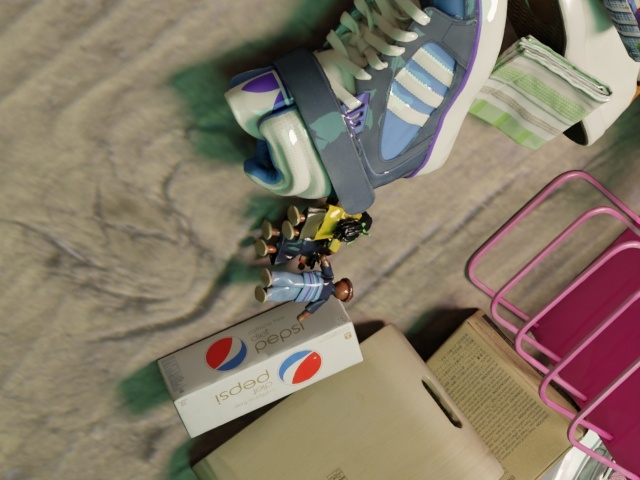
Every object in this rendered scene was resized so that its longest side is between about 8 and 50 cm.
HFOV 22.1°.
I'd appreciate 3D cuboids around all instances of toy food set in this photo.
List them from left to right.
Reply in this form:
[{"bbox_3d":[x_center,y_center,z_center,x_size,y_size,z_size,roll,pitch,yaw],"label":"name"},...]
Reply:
[{"bbox_3d":[0.027,0.270,1.915,0.306,0.220,0.092,-37,174,9],"label":"toy food set"}]

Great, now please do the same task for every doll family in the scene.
[{"bbox_3d":[0.000,0.000,1.748,0.111,0.076,0.193,1,133,-33],"label":"doll family"}]

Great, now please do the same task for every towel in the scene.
[{"bbox_3d":[0.214,-0.145,1.674,0.113,0.023,0.152,31,151,-12],"label":"towel"}]

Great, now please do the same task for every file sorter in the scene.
[{"bbox_3d":[0.322,0.094,1.840,0.202,0.291,0.182,-45,131,15],"label":"file sorter"}]

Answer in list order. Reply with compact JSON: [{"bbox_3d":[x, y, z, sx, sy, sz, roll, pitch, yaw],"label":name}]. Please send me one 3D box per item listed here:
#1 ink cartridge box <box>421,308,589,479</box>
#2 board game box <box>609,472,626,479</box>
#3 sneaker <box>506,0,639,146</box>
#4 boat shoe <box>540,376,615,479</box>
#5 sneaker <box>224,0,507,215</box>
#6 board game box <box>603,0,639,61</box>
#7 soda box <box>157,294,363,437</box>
[{"bbox_3d":[0.173,0.231,1.950,0.235,0.193,0.088,-47,173,18],"label":"ink cartridge box"},{"bbox_3d":[0.331,0.359,2.182,0.224,0.097,0.303,-7,134,1],"label":"board game box"},{"bbox_3d":[0.266,-0.231,1.668,0.123,0.106,0.290,-39,142,-10],"label":"sneaker"},{"bbox_3d":[0.331,0.243,2.001,0.102,0.108,0.301,31,88,-32],"label":"boat shoe"},{"bbox_3d":[0.030,-0.169,1.565,0.236,0.130,0.323,-10,138,-25],"label":"sneaker"},{"bbox_3d":[0.305,-0.307,1.580,0.194,0.060,0.194,-57,132,-28],"label":"board game box"},{"bbox_3d":[-0.066,0.134,1.833,0.216,0.069,0.074,-23,136,-5],"label":"soda box"}]
